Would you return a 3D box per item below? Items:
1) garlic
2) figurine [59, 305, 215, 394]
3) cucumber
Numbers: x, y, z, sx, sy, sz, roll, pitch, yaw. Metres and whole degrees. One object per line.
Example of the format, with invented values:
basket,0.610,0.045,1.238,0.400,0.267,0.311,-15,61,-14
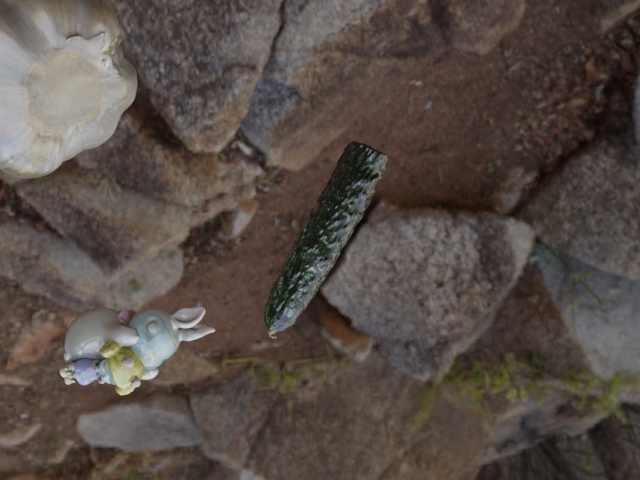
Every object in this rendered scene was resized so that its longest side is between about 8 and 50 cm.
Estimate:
garlic,-0.327,-0.189,1.010,0.228,0.152,0.227,-14,114,-33
figurine,-0.311,0.177,1.507,0.236,0.155,0.127,-6,113,21
cucumber,0.000,0.000,1.169,0.068,0.293,0.067,27,164,8
